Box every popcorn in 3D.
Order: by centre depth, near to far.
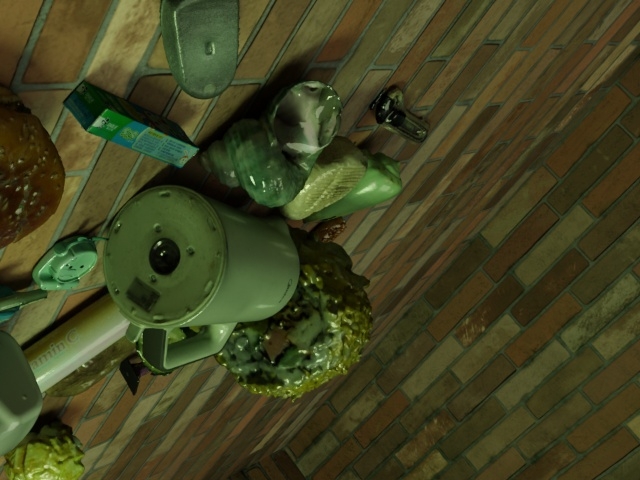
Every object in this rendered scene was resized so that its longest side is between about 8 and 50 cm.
[{"bbox_3d":[-0.648,0.506,2.045,0.198,0.198,0.212,-58,180,43],"label":"popcorn"}]

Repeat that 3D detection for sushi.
[{"bbox_3d":[-0.080,0.149,1.939,0.351,0.396,0.240,-51,155,11],"label":"sushi"}]

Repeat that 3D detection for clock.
[{"bbox_3d":[-0.438,0.032,1.528,0.135,0.041,0.101,-46,160,18],"label":"clock"}]

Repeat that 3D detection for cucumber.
[{"bbox_3d":[-0.328,0.225,2.040,0.134,0.134,0.244,-45,173,15],"label":"cucumber"}]

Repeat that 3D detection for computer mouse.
[{"bbox_3d":[-0.173,-0.302,1.236,0.113,0.068,0.229,-18,144,-19],"label":"computer mouse"}]

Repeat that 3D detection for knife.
[{"bbox_3d":[0.202,-0.279,2.024,0.089,0.043,0.365,-43,162,12],"label":"knife"}]

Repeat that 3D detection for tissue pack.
[{"bbox_3d":[-0.655,0.292,1.420,0.236,0.229,0.333,-41,163,31],"label":"tissue pack"}]

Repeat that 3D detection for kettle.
[{"bbox_3d":[-0.230,0.093,1.673,0.361,0.250,0.376,-65,158,5],"label":"kettle"}]

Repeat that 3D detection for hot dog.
[{"bbox_3d":[0.000,0.000,2.258,0.188,0.055,0.072,-42,160,8],"label":"hot dog"}]

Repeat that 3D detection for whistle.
[{"bbox_3d":[-0.558,0.110,1.441,0.114,0.077,0.235,-16,-178,33],"label":"whistle"}]

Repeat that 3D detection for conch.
[{"bbox_3d":[-0.085,-0.168,1.565,0.277,0.195,0.220,-14,137,-4],"label":"conch"},{"bbox_3d":[0.081,-0.122,2.042,0.250,0.143,0.137,-35,123,29],"label":"conch"}]

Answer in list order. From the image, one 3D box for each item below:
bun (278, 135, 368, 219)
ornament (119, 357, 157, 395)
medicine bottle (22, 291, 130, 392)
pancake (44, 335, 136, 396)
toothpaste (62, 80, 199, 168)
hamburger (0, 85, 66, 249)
[{"bbox_3d":[-0.010,-0.143,1.796,0.220,0.134,0.220,-33,167,-9],"label":"bun"},{"bbox_3d":[-0.397,0.289,2.137,0.203,0.081,0.088,-29,160,-33],"label":"ornament"},{"bbox_3d":[-0.521,0.222,1.724,0.426,0.108,0.108,-34,161,-9],"label":"medicine bottle"},{"bbox_3d":[-0.513,0.284,1.948,0.242,0.050,0.242,-34,160,-14],"label":"pancake"},{"bbox_3d":[-0.281,-0.171,1.326,0.050,0.065,0.266,-43,161,11],"label":"toothpaste"},{"bbox_3d":[-0.459,-0.078,1.102,0.286,0.146,0.243,-6,135,-56],"label":"hamburger"}]
